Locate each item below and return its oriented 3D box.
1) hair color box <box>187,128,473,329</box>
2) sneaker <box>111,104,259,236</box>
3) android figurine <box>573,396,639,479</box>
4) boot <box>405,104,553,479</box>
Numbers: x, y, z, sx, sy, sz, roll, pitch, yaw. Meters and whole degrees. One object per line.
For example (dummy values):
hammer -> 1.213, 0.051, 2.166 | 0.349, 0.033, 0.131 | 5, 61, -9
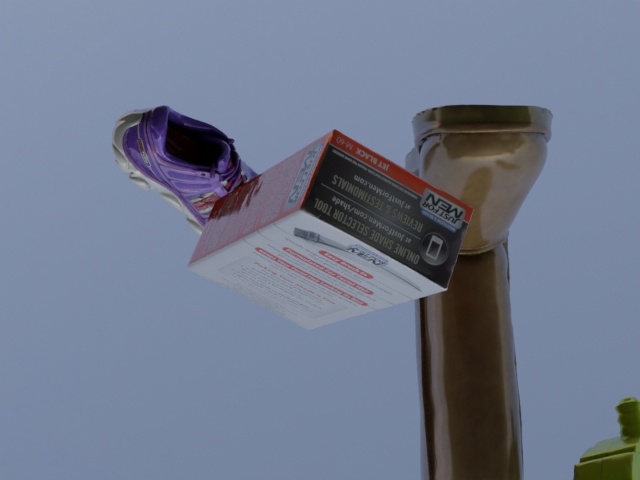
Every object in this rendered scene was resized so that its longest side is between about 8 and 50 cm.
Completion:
hair color box -> 0.000, 0.000, 0.696 | 0.093, 0.167, 0.053 | 29, -111, -19
sneaker -> -0.077, -0.044, 0.917 | 0.071, 0.170, 0.068 | -13, -125, 45
android figurine -> 0.234, 0.241, 0.809 | 0.056, 0.248, 0.273 | -19, -120, 30
boot -> 0.108, 0.059, 0.819 | 0.089, 0.236, 0.270 | -2, -98, 1
